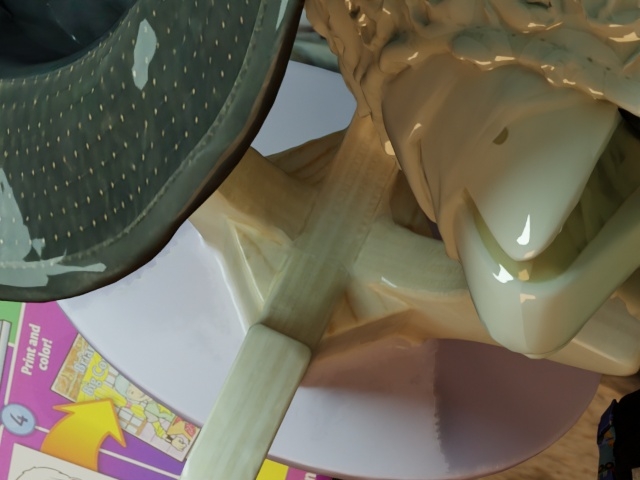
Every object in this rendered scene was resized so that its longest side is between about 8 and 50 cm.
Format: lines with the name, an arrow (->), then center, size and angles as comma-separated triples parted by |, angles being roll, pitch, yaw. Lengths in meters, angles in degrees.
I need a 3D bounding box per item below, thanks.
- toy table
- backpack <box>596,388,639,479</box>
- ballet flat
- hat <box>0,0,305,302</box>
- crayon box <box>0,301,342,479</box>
toy table -> 0.000, 0.000, 0.775 | 0.274, 0.252, 0.161 | 14, 167, -1
backpack -> 0.206, 0.160, 0.901 | 0.158, 0.173, 0.117 | 39, 129, -24
ballet flat -> 0.132, 0.002, 0.580 | 0.409, 0.147, 0.147 | 31, 154, 22
hat -> -0.077, -0.146, 0.620 | 0.331, 0.331, 0.134 | -1, 180, 39
crayon box -> -0.145, 0.102, 1.000 | 0.313, 0.106, 0.363 | 19, 122, 5
